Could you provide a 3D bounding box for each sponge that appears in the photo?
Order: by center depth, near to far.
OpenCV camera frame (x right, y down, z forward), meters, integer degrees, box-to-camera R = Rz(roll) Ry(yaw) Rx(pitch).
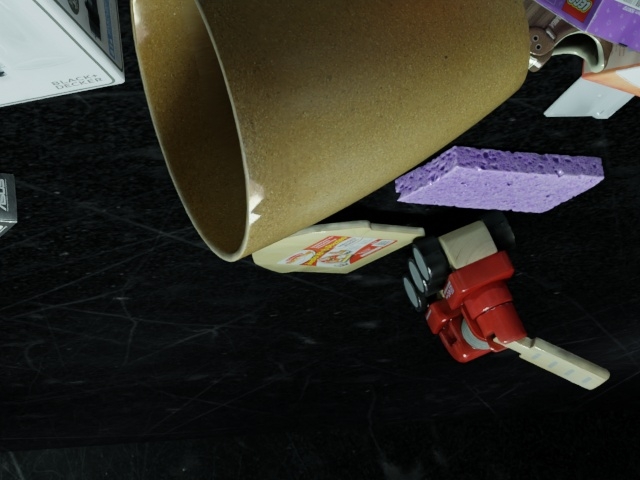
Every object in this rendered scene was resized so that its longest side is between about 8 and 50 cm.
[{"bbox_3d":[0.203,-0.068,1.717,0.210,0.031,0.117,3,161,-30],"label":"sponge"}]

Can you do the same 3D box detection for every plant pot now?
[{"bbox_3d":[0.016,-0.135,1.123,0.254,0.237,0.237,-18,167,-17],"label":"plant pot"}]

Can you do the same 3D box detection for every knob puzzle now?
[{"bbox_3d":[0.000,0.000,1.865,0.213,0.030,0.213,-6,165,-2],"label":"knob puzzle"}]

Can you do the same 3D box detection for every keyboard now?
[{"bbox_3d":[0.296,-0.168,1.451,0.072,0.014,0.256,3,161,-15],"label":"keyboard"}]

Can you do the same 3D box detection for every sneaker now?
[{"bbox_3d":[0.160,-0.176,1.250,0.188,0.071,0.066,-2,163,-19],"label":"sneaker"}]

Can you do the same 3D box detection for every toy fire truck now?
[{"bbox_3d":[0.229,0.103,1.908,0.158,0.246,0.217,-22,166,-9],"label":"toy fire truck"}]

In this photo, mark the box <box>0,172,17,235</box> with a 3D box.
[{"bbox_3d":[-0.442,-0.014,1.579,0.183,0.056,0.231,3,161,-33],"label":"box"}]

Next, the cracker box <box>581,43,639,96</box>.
[{"bbox_3d":[0.356,-0.161,1.268,0.156,0.067,0.232,12,171,-32],"label":"cracker box"}]

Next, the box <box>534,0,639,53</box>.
[{"bbox_3d":[0.212,-0.179,1.064,0.293,0.201,0.057,10,115,-45],"label":"box"}]

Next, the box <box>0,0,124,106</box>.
[{"bbox_3d":[-0.260,-0.181,1.027,0.169,0.087,0.290,-10,164,12],"label":"box"}]
